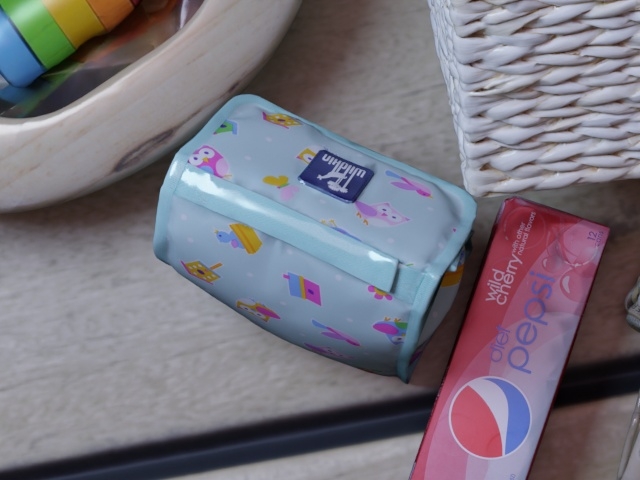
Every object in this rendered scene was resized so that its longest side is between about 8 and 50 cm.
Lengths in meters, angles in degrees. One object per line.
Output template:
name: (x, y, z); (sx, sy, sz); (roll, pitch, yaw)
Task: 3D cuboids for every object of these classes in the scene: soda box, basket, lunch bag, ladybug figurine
soda box: (0.150, 0.102, 1.328); (0.092, 0.083, 0.263); (18, 85, 6)
basket: (0.235, -0.241, 1.222); (0.331, 0.266, 0.328); (-9, 46, 2)
lunch bag: (0.000, 0.000, 1.262); (0.223, 0.262, 0.160); (26, 85, 8)
ladybug figurine: (-0.205, -0.187, 1.350); (0.449, 0.162, 0.305); (-31, 81, -1)

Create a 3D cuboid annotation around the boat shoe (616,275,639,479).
boat shoe: (0.296, 0.058, 1.315); (0.098, 0.109, 0.302); (7, 89, 4)
